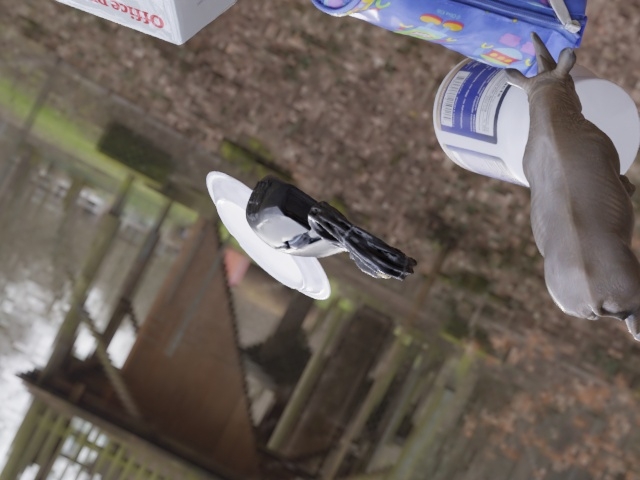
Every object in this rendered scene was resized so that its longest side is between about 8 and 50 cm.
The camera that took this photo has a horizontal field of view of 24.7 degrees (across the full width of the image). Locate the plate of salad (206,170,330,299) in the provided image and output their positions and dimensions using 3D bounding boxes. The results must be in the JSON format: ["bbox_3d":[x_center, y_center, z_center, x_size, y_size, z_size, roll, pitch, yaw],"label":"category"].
[{"bbox_3d":[-0.055,-0.011,1.690,0.200,0.048,0.200,40,163,15],"label":"plate of salad"}]

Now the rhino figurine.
[{"bbox_3d":[0.185,-0.047,1.063,0.073,0.243,0.106,-18,158,22],"label":"rhino figurine"}]

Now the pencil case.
[{"bbox_3d":[0.138,-0.249,1.472,0.306,0.119,0.133,12,-177,-32],"label":"pencil case"}]

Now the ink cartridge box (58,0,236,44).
[{"bbox_3d":[-0.155,-0.274,1.147,0.153,0.087,0.208,23,142,30],"label":"ink cartridge box"}]

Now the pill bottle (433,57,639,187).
[{"bbox_3d":[0.252,-0.138,1.713,0.153,0.153,0.264,28,180,-24],"label":"pill bottle"}]

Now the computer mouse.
[{"bbox_3d":[0.000,0.000,0.886,0.071,0.041,0.242,35,179,-16],"label":"computer mouse"}]
